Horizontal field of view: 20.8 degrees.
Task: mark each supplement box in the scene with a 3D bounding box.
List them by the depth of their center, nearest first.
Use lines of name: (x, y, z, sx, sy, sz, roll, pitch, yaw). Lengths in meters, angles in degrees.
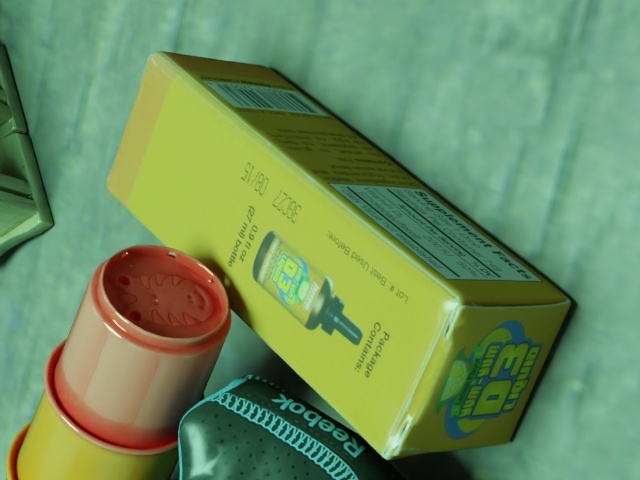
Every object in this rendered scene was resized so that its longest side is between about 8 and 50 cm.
supplement box: (0.000, 0.000, 0.773, 0.233, 0.080, 0.078, 43, 118, 42)

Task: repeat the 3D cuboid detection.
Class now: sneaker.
sneaker: (-0.070, 0.208, 0.777, 0.139, 0.125, 0.341, 41, 110, 11)

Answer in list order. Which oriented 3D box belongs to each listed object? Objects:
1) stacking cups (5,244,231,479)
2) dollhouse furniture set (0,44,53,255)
stacking cups: (-0.113, 0.133, 0.836, 0.096, 0.096, 0.316, 57, 135, 33)
dollhouse furniture set: (-0.277, -0.034, 1.004, 0.183, 0.129, 0.129, -30, 64, 26)
